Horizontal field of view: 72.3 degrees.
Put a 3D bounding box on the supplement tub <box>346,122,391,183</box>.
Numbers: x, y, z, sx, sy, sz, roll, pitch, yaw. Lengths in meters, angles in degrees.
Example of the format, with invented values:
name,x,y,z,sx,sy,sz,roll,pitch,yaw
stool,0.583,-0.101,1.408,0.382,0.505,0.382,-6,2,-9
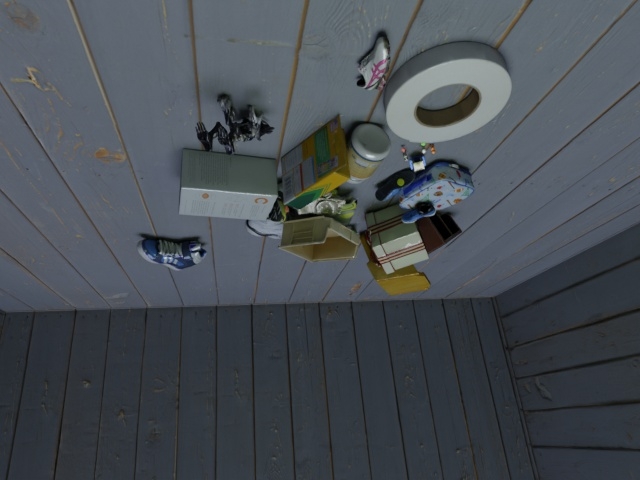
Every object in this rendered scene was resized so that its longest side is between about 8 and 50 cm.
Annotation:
name,x,y,z,sx,sy,sz,roll,pitch,yaw
supplement tub,0.150,-0.306,1.571,0.144,0.144,0.200,3,156,-18

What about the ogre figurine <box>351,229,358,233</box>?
name,x,y,z,sx,sy,sz,roll,pitch,yaw
ogre figurine,0.117,-0.026,2.301,0.197,0.097,0.118,16,163,-18

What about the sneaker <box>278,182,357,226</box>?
name,x,y,z,sx,sy,sz,roll,pitch,yaw
sneaker,-0.014,-0.185,1.889,0.384,0.145,0.147,18,114,-32

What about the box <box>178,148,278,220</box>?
name,x,y,z,sx,sy,sz,roll,pitch,yaw
box,-0.356,-0.204,1.676,0.345,0.168,0.215,4,156,-19

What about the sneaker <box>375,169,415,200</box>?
name,x,y,z,sx,sy,sz,roll,pitch,yaw
sneaker,0.329,-0.241,1.887,0.209,0.069,0.082,-35,172,39

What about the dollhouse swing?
name,x,y,z,sx,sy,sz,roll,pitch,yaw
dollhouse swing,0.408,0.109,2.406,0.315,0.305,0.347,-12,155,19

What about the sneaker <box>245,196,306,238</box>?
name,x,y,z,sx,sy,sz,roll,pitch,yaw
sneaker,-0.155,-0.093,2.021,0.365,0.137,0.210,4,158,-14

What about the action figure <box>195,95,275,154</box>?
name,x,y,z,sx,sy,sz,roll,pitch,yaw
action figure,-0.245,-0.360,1.339,0.164,0.276,0.141,14,123,18

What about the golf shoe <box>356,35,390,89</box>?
name,x,y,z,sx,sy,sz,roll,pitch,yaw
golf shoe,0.149,-0.490,1.232,0.086,0.068,0.186,-2,157,-4

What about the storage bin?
name,x,y,z,sx,sy,sz,roll,pitch,yaw
storage bin,0.000,0.000,1.928,0.260,0.123,0.262,-6,160,34

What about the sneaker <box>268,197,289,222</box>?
name,x,y,z,sx,sy,sz,roll,pitch,yaw
sneaker,-0.166,-0.132,1.807,0.094,0.208,0.081,18,112,-28

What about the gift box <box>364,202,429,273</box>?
name,x,y,z,sx,sy,sz,roll,pitch,yaw
gift box,0.343,-0.030,2.111,0.258,0.255,0.276,-22,130,15

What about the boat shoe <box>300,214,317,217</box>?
name,x,y,z,sx,sy,sz,roll,pitch,yaw
boat shoe,0.004,-0.136,2.044,0.227,0.069,0.081,13,153,-35

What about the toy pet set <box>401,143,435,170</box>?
name,x,y,z,sx,sy,sz,roll,pitch,yaw
toy pet set,0.379,-0.334,1.696,0.122,0.065,0.114,-13,121,11

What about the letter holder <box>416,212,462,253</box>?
name,x,y,z,sx,sy,sz,roll,pitch,yaw
letter holder,0.548,-0.043,2.318,0.152,0.214,0.302,-29,172,-33

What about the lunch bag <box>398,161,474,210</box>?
name,x,y,z,sx,sy,sz,roll,pitch,yaw
lunch bag,0.491,-0.224,1.888,0.243,0.115,0.303,12,153,-30

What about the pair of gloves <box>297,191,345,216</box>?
name,x,y,z,sx,sy,sz,roll,pitch,yaw
pair of gloves,0.017,-0.200,1.770,0.204,0.042,0.240,2,122,-19

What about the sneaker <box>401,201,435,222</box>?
name,x,y,z,sx,sy,sz,roll,pitch,yaw
sneaker,0.420,-0.123,1.907,0.152,0.058,0.084,-14,159,20

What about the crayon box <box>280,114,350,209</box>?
name,x,y,z,sx,sy,sz,roll,pitch,yaw
crayon box,-0.007,-0.268,1.552,0.083,0.203,0.323,15,151,-40

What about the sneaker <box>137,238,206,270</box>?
name,x,y,z,sx,sy,sz,roll,pitch,yaw
sneaker,-0.742,0.040,2.260,0.236,0.130,0.323,-24,147,18

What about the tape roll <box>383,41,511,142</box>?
name,x,y,z,sx,sy,sz,roll,pitch,yaw
tape roll,0.392,-0.448,1.383,0.392,0.072,0.392,-5,157,-2
